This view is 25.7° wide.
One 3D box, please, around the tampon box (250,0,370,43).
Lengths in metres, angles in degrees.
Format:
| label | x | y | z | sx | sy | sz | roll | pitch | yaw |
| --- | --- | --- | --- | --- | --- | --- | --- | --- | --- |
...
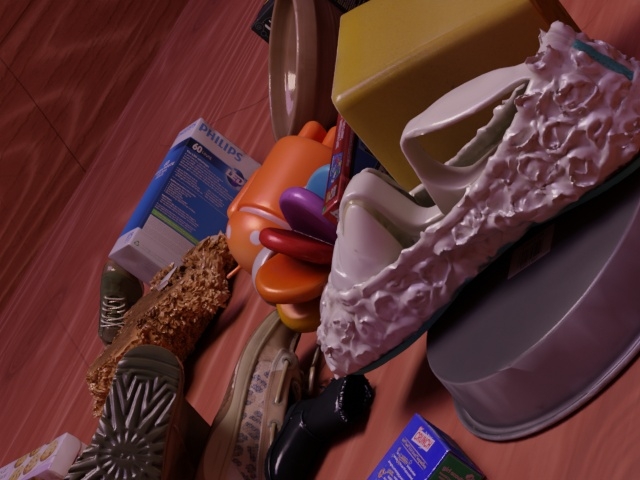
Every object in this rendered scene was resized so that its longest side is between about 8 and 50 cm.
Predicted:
| label | x | y | z | sx | sy | sz | roll | pitch | yaw |
| --- | --- | --- | --- | --- | --- | --- | --- | --- | --- |
| tampon box | 0.000 | -0.328 | 2.109 | 0.120 | 0.161 | 0.101 | -42 | 16 | 32 |

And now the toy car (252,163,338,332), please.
| label | x | y | z | sx | sy | sz | roll | pitch | yaw |
| --- | --- | --- | --- | --- | --- | --- | --- | --- | --- |
| toy car | 0.000 | 0.000 | 1.453 | 0.159 | 0.136 | 0.182 | 19 | 72 | 44 |

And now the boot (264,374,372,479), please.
| label | x | y | z | sx | sy | sz | roll | pitch | yaw |
| --- | --- | --- | --- | --- | --- | --- | --- | --- | --- |
| boot | 0.000 | 0.180 | 1.329 | 0.099 | 0.045 | 0.121 | -34 | 25 | 41 |

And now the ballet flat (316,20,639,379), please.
| label | x | y | z | sx | sy | sz | roll | pitch | yaw |
| --- | --- | --- | --- | --- | --- | --- | --- | --- | --- |
| ballet flat | 0.100 | -0.037 | 1.139 | 0.409 | 0.147 | 0.147 | -42 | 21 | 38 |

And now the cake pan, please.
| label | x | y | z | sx | sy | sz | roll | pitch | yaw |
| --- | --- | --- | --- | --- | --- | --- | --- | --- | --- |
| cake pan | 0.186 | 0.021 | 1.116 | 0.293 | 0.054 | 0.293 | -47 | 18 | 21 |

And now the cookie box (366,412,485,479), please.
| label | x | y | z | sx | sy | sz | roll | pitch | yaw |
| --- | --- | --- | --- | --- | --- | --- | --- | --- | --- |
| cookie box | 0.070 | 0.200 | 1.099 | 0.107 | 0.040 | 0.092 | -54 | 16 | 3 |

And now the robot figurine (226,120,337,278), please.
| label | x | y | z | sx | sy | sz | roll | pitch | yaw |
| --- | --- | --- | --- | --- | --- | --- | --- | --- | --- |
| robot figurine | -0.029 | -0.037 | 1.688 | 0.219 | 0.158 | 0.128 | -59 | -5 | -17 |

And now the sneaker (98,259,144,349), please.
| label | x | y | z | sx | sy | sz | roll | pitch | yaw |
| --- | --- | --- | --- | --- | --- | --- | --- | --- | --- |
| sneaker | -0.312 | 0.118 | 2.181 | 0.192 | 0.064 | 0.086 | 96 | -178 | -54 |

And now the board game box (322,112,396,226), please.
| label | x | y | z | sx | sy | sz | roll | pitch | yaw |
| --- | --- | --- | --- | --- | --- | --- | --- | --- | --- |
| board game box | 0.075 | -0.066 | 1.429 | 0.027 | 0.145 | 0.281 | -42 | 21 | 28 |

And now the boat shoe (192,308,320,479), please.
| label | x | y | z | sx | sy | sz | roll | pitch | yaw |
| --- | --- | --- | --- | --- | --- | --- | --- | --- | --- |
| boat shoe | -0.059 | 0.185 | 1.432 | 0.285 | 0.089 | 0.104 | -69 | -4 | -47 |

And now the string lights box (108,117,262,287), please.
| label | x | y | z | sx | sy | sz | roll | pitch | yaw |
| --- | --- | --- | --- | --- | --- | --- | --- | --- | --- |
| string lights box | -0.204 | -0.047 | 2.167 | 0.077 | 0.133 | 0.259 | -26 | 31 | 52 |

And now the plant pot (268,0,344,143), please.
| label | x | y | z | sx | sy | sz | roll | pitch | yaw |
| --- | --- | --- | --- | --- | --- | --- | --- | --- | --- |
| plant pot | -0.003 | -0.246 | 1.977 | 0.237 | 0.110 | 0.237 | 180 | 90 | -79 |

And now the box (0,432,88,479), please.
| label | x | y | z | sx | sy | sz | roll | pitch | yaw |
| --- | --- | --- | --- | --- | --- | --- | --- | --- | --- |
| box | -0.427 | 0.360 | 2.096 | 0.324 | 0.063 | 0.067 | -31 | 27 | 54 |

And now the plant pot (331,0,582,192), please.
| label | x | y | z | sx | sy | sz | roll | pitch | yaw |
| --- | --- | --- | --- | --- | --- | --- | --- | --- | --- |
| plant pot | 0.153 | -0.145 | 1.308 | 0.187 | 0.212 | 0.212 | -32 | 24 | 21 |

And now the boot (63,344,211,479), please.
| label | x | y | z | sx | sy | sz | roll | pitch | yaw |
| --- | --- | --- | --- | --- | --- | --- | --- | --- | --- |
| boot | -0.166 | 0.251 | 1.389 | 0.269 | 0.089 | 0.236 | 82 | -153 | -62 |

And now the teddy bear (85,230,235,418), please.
| label | x | y | z | sx | sy | sz | roll | pitch | yaw |
| --- | --- | --- | --- | --- | --- | --- | --- | --- | --- |
| teddy bear | -0.200 | 0.118 | 1.925 | 0.245 | 0.113 | 0.338 | -41 | 12 | 18 |
